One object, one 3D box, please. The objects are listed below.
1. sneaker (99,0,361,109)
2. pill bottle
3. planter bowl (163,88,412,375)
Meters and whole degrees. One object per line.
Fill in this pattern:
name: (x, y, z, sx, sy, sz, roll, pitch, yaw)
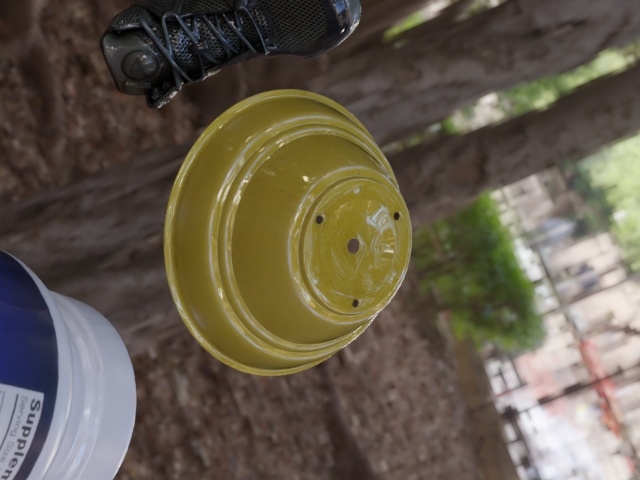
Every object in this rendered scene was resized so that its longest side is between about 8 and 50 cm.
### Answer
sneaker: (-0.079, -0.154, 1.174, 0.130, 0.227, 0.087, -47, 126, -38)
pill bottle: (-0.209, 0.061, 0.700, 0.265, 0.153, 0.153, 26, 40, -58)
planter bowl: (0.000, 0.000, 1.124, 0.090, 0.217, 0.217, 11, -46, 52)
